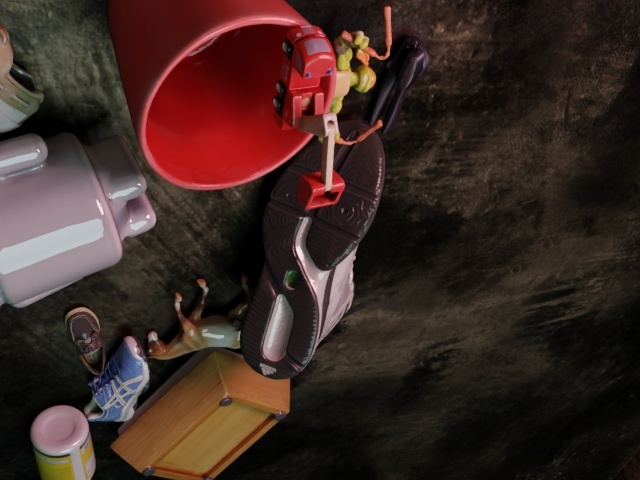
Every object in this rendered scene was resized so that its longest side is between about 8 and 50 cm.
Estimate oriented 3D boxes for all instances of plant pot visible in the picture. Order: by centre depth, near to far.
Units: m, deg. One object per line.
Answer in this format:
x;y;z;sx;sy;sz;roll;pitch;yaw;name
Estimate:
-0.150;-0.244;1.613;0.274;0.243;0.275;-20;142;-16;plant pot

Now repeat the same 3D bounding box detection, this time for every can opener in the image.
0.119;-0.245;1.961;0.073;0.059;0.186;-36;164;-42;can opener

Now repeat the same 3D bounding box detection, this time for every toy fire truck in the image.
-0.009;-0.148;1.505;0.047;0.135;0.192;-12;139;-24;toy fire truck

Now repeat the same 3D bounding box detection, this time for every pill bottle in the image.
-0.460;0.387;2.230;0.103;0.103;0.184;-18;141;-18;pill bottle

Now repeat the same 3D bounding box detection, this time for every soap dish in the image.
-0.216;0.338;2.329;0.291;0.118;0.229;-43;143;18;soap dish

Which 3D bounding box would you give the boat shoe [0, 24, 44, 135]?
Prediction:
-0.439;-0.241;1.536;0.103;0.113;0.302;-29;154;-5;boat shoe

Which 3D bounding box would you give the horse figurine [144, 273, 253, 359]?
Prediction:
-0.174;0.138;2.180;0.263;0.066;0.175;-8;132;-25;horse figurine

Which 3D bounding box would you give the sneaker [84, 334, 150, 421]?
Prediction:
-0.356;0.251;2.167;0.081;0.080;0.211;-8;136;-33;sneaker

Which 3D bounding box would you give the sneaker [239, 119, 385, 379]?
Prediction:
-0.001;0.000;2.108;0.257;0.169;0.448;-35;148;-75;sneaker

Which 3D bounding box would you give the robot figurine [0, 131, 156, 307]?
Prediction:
-0.412;-0.022;1.717;0.353;0.200;0.300;-22;137;-13;robot figurine

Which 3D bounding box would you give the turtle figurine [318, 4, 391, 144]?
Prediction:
-0.002;-0.248;1.844;0.217;0.087;0.270;-6;142;-20;turtle figurine

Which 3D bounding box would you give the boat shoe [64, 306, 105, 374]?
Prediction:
-0.387;0.170;2.077;0.056;0.049;0.152;-25;142;-9;boat shoe
